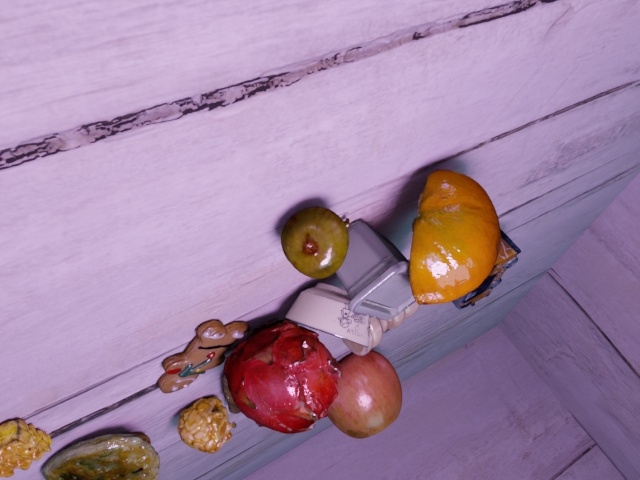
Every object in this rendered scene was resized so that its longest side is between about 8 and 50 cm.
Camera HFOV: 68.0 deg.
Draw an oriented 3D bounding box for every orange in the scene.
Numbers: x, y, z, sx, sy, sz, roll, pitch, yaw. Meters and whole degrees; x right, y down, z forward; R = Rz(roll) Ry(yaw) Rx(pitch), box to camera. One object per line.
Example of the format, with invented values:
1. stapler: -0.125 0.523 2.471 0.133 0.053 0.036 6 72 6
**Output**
1. orange: 0.295 -0.002 1.121 0.310 0.274 0.274 -44 153 -3

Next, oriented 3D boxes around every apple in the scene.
1. apple: 0.184 0.676 2.073 0.364 0.363 0.363 -26 152 -15

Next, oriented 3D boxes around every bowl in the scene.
1. bowl: 0.033 0.191 1.271 0.238 0.238 0.126 34 72 -61

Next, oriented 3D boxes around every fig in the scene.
1. fig: -0.010 -0.008 0.996 0.142 0.186 0.148 41 95 -17

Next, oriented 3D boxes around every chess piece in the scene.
1. chess piece: 0.218 0.257 1.632 0.300 0.167 0.167 -24 151 -27

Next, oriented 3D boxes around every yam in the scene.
1. yam: -0.280 0.496 1.550 0.071 0.067 0.317 -12 146 -15

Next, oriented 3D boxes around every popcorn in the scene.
1. popcorn: -0.361 0.586 1.506 0.170 0.179 0.180 -3 156 13

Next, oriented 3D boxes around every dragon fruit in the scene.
1. dragon fruit: -0.099 0.358 1.276 0.295 0.302 0.295 -55 178 -2

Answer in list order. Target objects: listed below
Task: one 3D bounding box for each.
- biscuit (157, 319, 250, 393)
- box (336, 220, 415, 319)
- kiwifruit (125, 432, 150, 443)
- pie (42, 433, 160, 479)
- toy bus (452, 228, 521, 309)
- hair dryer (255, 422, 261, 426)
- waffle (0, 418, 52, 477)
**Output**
1. biscuit: -0.314 0.311 1.238 0.301 0.049 0.197 -44 149 20
2. box: 0.147 0.076 1.217 0.175 0.182 0.312 -40 152 12
3. kiwifruit: -0.563 0.617 1.427 0.075 0.075 0.124 -35 149 0
4. pie: -0.610 0.646 1.332 0.324 0.070 0.322 -9 131 -10
5. toy bus: 0.582 0.106 1.776 0.194 0.161 0.323 -23 149 -20
6. hair dryer: -0.214 0.729 2.024 0.236 0.091 0.271 -24 165 -41
7. waffle: -0.702 0.477 1.060 0.161 0.055 0.210 -25 151 -16
